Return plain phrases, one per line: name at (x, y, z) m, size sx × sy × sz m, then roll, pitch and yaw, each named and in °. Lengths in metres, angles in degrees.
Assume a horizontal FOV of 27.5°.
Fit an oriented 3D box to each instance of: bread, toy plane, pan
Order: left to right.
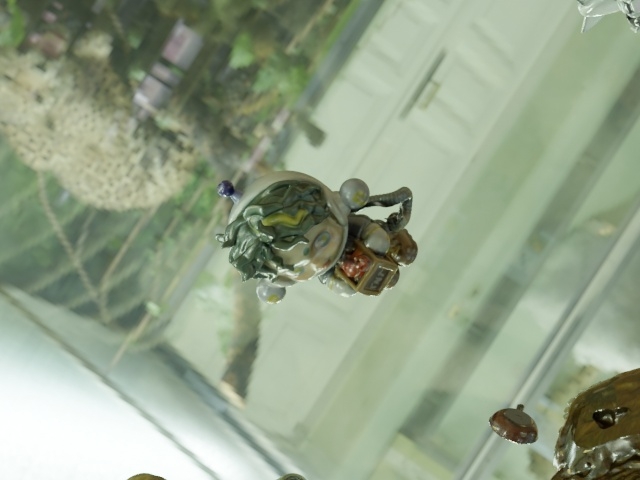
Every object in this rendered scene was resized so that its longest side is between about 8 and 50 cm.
pan at (0.263, 0.235, 1.749) m, size 0.068 × 0.023 × 0.115 m, roll 21°, pitch -159°, yaw 8°
toy plane at (0.493, -0.398, 1.956) m, size 0.251 × 0.255 × 0.101 m, roll 47°, pitch -160°, yaw -52°
bread at (0.320, 0.213, 1.265) m, size 0.210 × 0.192 × 0.110 m, roll -21°, pitch 123°, yaw 43°

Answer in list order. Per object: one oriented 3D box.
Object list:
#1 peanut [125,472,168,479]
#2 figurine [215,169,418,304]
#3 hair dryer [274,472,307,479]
peanut at (-0.163, 0.237, 1.089) m, size 0.082 × 0.082 × 0.187 m, roll 33°, pitch -170°, yaw 21°
figurine at (-0.001, 0.004, 2.123) m, size 0.382 × 0.261 × 0.186 m, roll 18°, pitch -164°, yaw -42°
hair dryer at (0.001, 0.271, 1.319) m, size 0.124 × 0.037 × 0.063 m, roll 22°, pitch 153°, yaw -17°
